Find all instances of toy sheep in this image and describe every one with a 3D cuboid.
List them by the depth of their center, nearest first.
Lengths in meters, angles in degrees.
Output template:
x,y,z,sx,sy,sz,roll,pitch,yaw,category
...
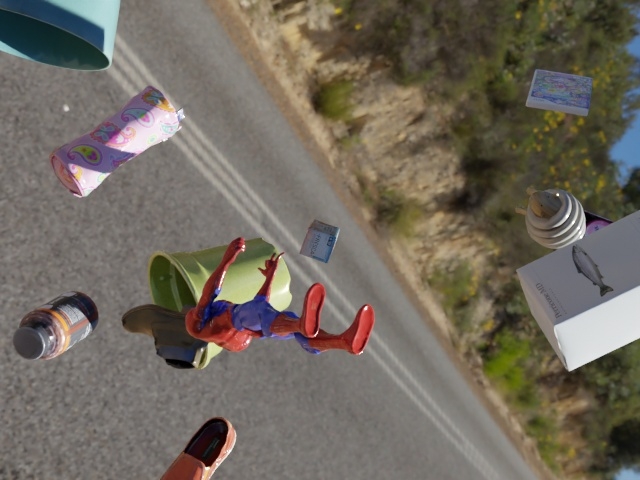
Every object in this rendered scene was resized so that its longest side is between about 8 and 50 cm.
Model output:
x,y,z,sx,sy,sz,roll,pitch,yaw,category
0.335,-0.029,1.238,0.132,0.091,0.091,36,30,-43,toy sheep

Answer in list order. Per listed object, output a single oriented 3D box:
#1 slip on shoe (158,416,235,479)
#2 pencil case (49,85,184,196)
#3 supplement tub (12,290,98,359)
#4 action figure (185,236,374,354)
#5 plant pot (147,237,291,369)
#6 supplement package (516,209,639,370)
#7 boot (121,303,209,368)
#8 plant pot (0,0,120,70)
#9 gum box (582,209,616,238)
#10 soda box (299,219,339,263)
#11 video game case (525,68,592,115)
x,y,z,sx,sy,sz,roll,pitch,yaw,category
-0.316,0.560,2.087,0.331,0.123,0.101,-53,161,-34,slip on shoe
-0.426,-0.208,1.814,0.124,0.284,0.124,38,-27,24,pencil case
-0.543,0.177,1.767,0.198,0.106,0.106,-44,114,-72,supplement tub
-0.053,0.048,0.890,0.091,0.280,0.139,27,67,-30,action figure
-0.215,0.116,1.956,0.276,0.254,0.276,35,-44,43,plant pot
0.352,0.060,1.064,0.105,0.179,0.105,60,4,-44,supplement package
-0.294,0.179,1.591,0.082,0.219,0.106,50,45,-44,boot
-0.474,-0.454,1.482,0.293,0.293,0.235,39,63,-76,plant pot
0.476,-0.012,1.516,0.107,0.188,0.062,-134,-116,-84,gum box
0.000,0.000,1.790,0.183,0.063,0.058,-61,170,-82,soda box
0.354,-0.220,1.277,0.122,0.087,0.011,-60,158,-52,video game case
